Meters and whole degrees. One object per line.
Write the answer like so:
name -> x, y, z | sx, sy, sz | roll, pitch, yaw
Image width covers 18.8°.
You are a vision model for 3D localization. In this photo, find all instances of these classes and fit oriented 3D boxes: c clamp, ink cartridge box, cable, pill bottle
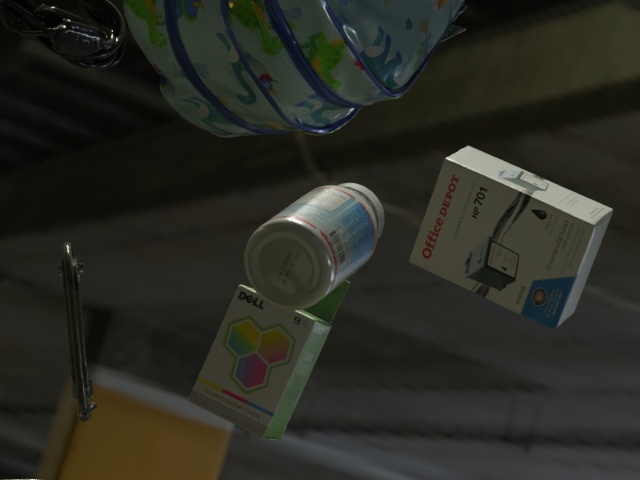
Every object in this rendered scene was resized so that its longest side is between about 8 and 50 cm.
c clamp -> -0.204, 0.077, 1.602 | 0.022, 0.160, 0.137 | -5, 8, -4
ink cartridge box -> 0.216, -0.004, 2.201 | 0.191, 0.139, 0.082 | 24, 23, 16
ink cartridge box -> -0.060, 0.120, 2.288 | 0.109, 0.209, 0.062 | 25, 0, 21
cable -> -0.255, -0.224, 1.815 | 0.150, 0.047, 0.184 | 47, 20, 20
pill bottle -> 0.000, 0.000, 1.782 | 0.087, 0.087, 0.160 | 12, 22, 21

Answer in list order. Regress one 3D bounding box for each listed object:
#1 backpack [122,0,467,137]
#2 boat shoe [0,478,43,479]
backpack -> -0.007, -0.242, 1.512 | 0.273, 0.355, 0.290 | 18, -33, 43
boat shoe -> -0.292, 0.224, 1.555 | 0.184, 0.066, 0.063 | 0, -48, -10
